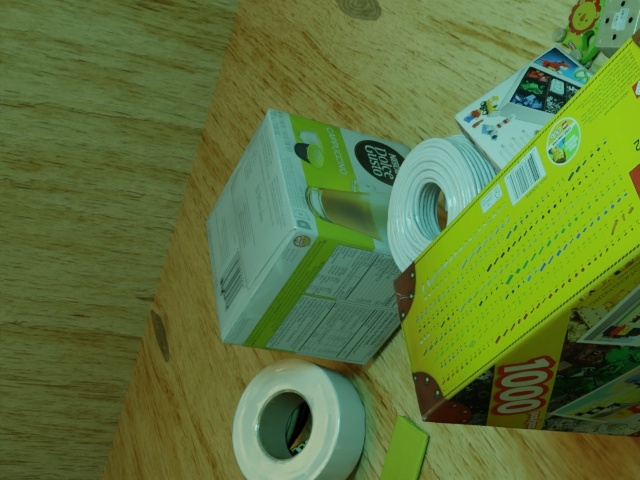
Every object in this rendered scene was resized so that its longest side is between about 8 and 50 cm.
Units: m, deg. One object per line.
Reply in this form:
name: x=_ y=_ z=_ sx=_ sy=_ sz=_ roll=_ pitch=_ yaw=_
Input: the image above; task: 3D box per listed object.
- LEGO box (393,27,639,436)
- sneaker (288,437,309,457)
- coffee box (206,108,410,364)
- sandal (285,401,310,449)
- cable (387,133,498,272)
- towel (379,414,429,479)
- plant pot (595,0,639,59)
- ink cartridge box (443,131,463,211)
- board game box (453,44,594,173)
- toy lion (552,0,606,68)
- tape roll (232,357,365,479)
LEGO box: x=0.369 y=0.020 z=0.953 sx=0.500 sy=0.373 sz=0.193 roll=-52 pitch=38 yaw=46
sneaker: x=-0.030 y=0.479 z=1.942 sx=0.234 sy=0.097 sz=0.084 roll=-64 pitch=30 yaw=31
coffee box: x=0.000 y=0.000 z=1.774 sx=0.338 sy=0.335 sz=0.337 roll=-56 pitch=33 yaw=38
sandal: x=-0.101 y=0.442 z=2.027 sx=0.302 sy=0.086 sz=0.120 roll=-65 pitch=-13 yaw=3
cable: x=0.205 y=-0.048 z=1.489 sx=0.257 sy=0.089 sz=0.257 roll=-31 pitch=63 yaw=57
towel: x=0.148 y=0.456 z=1.674 sx=0.102 sy=0.021 sz=0.237 roll=25 pitch=103 yaw=58
plant pot: x=0.444 y=-0.291 z=1.228 sx=0.109 sy=0.096 sz=0.108 roll=28 pitch=107 yaw=64
ink cartridge box: x=0.284 y=-0.136 z=1.534 sx=0.175 sy=0.072 sz=0.127 roll=-43 pitch=43 yaw=53
board game box: x=0.346 y=-0.145 z=1.284 sx=0.193 sy=0.053 sz=0.305 roll=-35 pitch=43 yaw=5
toy lion: x=0.413 y=-0.331 z=1.391 sx=0.096 sy=0.034 sz=0.100 roll=-52 pitch=37 yaw=33
tape roll: x=-0.048 y=0.395 z=1.874 sx=0.286 sy=0.100 sz=0.286 roll=-15 pitch=64 yaw=32
